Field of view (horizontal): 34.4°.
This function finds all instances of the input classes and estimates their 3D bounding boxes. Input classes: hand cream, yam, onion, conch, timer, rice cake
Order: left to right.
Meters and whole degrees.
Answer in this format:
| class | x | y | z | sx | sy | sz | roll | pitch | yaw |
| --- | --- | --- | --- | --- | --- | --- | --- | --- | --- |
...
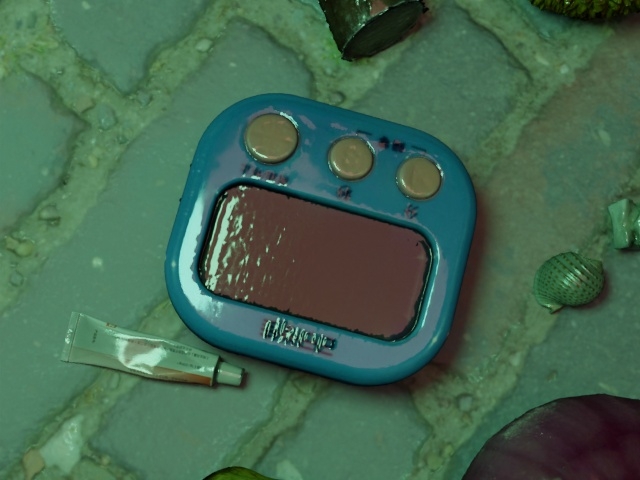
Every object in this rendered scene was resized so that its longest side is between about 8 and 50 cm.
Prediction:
| class | x | y | z | sx | sy | sz | roll | pitch | yaw |
| --- | --- | --- | --- | --- | --- | --- | --- | --- | --- |
| hand cream | -0.196 | 0.139 | 1.216 | 0.216 | 0.038 | 0.052 | 14 | 55 | 3 |
| timer | 0.000 | 0.000 | 1.213 | 0.340 | 0.115 | 0.309 | 15 | 78 | -2 |
| yam | 0.033 | -0.371 | 1.280 | 0.131 | 0.131 | 0.279 | -20 | 80 | -8 |
| conch | 0.304 | 0.047 | 1.263 | 0.085 | 0.056 | 0.076 | -36 | 72 | -10 |
| onion | 0.316 | 0.326 | 1.095 | 0.358 | 0.345 | 0.358 | 7 | 46 | -8 |
| rice cake | 0.526 | -0.024 | 1.289 | 0.336 | 0.063 | 0.066 | -1 | 77 | -5 |

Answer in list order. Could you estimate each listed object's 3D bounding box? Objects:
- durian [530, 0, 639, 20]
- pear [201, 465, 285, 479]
| class | x | y | z | sx | sy | sz | roll | pitch | yaw |
| --- | --- | --- | --- | --- | --- | --- | --- | --- | --- |
| durian | 0.364 | -0.403 | 1.261 | 0.293 | 0.258 | 0.258 | -23 | 83 | -19 |
| pear | -0.073 | 0.344 | 1.110 | 0.197 | 0.197 | 0.197 | 1 | 80 | -5 |
